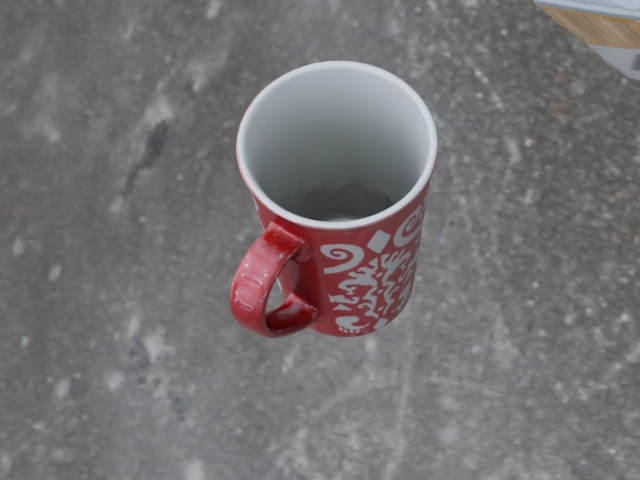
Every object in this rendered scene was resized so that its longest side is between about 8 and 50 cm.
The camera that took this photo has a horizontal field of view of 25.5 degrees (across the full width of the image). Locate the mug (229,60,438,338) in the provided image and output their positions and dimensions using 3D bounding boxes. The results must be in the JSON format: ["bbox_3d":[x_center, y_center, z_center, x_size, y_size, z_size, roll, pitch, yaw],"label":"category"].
[{"bbox_3d":[-0.003,-0.008,0.866,0.113,0.150,0.169,57,168,25],"label":"mug"}]

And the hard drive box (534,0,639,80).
[{"bbox_3d":[0.242,-0.117,0.661,0.232,0.181,0.089,13,91,27],"label":"hard drive box"}]
